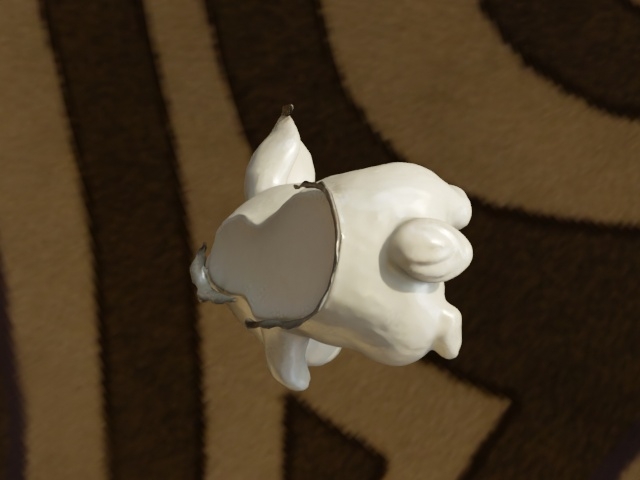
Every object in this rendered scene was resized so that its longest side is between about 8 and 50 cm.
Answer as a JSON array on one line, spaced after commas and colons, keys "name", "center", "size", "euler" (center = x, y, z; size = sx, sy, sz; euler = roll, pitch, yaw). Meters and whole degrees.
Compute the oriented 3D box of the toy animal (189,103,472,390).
[{"name": "toy animal", "center": [0.000, 0.007, 1.513], "size": [0.325, 0.154, 0.208], "euler": [41, 112, 53]}]
